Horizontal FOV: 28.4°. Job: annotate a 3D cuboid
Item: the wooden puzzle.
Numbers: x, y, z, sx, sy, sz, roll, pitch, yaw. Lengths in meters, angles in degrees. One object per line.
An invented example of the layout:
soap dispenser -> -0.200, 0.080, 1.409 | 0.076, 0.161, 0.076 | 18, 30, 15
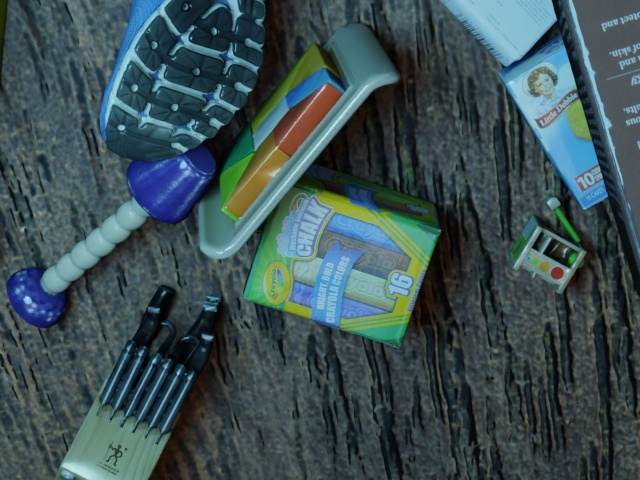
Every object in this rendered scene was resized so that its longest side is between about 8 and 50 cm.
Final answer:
wooden puzzle -> -0.034, -0.107, 1.206 | 0.044, 0.221, 0.238 | 41, 102, -19

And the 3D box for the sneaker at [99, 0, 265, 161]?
sneaker -> -0.122, -0.228, 1.207 | 0.129, 0.147, 0.330 | 29, 82, -34

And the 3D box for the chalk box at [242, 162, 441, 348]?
chalk box -> 0.000, 0.000, 1.278 | 0.213, 0.132, 0.132 | 19, 105, -3

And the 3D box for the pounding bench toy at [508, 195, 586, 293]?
pounding bench toy -> 0.245, 0.003, 1.307 | 0.065, 0.052, 0.083 | 28, 104, -4

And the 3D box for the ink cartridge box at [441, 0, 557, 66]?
ink cartridge box -> 0.201, -0.313, 1.240 | 0.181, 0.056, 0.225 | 44, 84, -8

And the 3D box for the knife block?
knife block -> -0.197, 0.179, 1.371 | 0.088, 0.242, 0.276 | 28, 149, -3

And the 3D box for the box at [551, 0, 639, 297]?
box -> 0.295, -0.134, 1.095 | 0.143, 0.191, 0.382 | -15, 93, 10

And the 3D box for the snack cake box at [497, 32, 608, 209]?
snack cake box -> 0.327, -0.168, 1.240 | 0.264, 0.089, 0.152 | -32, 102, 10

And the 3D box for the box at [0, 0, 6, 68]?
box -> -0.476, -0.188, 1.178 | 0.289, 0.279, 0.177 | 9, 105, 0

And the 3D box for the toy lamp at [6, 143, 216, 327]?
toy lamp -> -0.212, -0.009, 1.275 | 0.274, 0.080, 0.080 | -37, 100, 27
